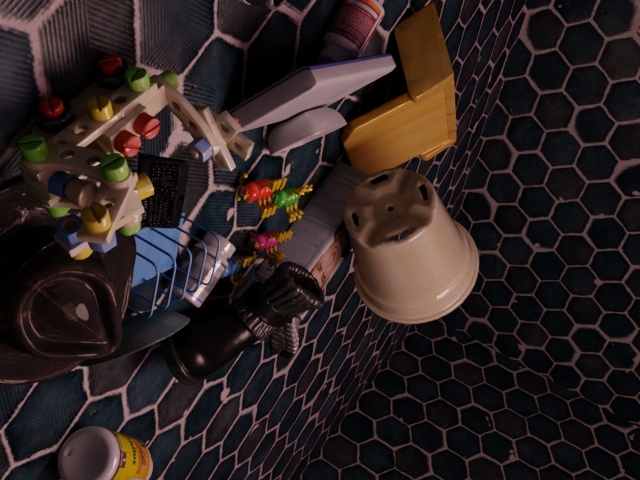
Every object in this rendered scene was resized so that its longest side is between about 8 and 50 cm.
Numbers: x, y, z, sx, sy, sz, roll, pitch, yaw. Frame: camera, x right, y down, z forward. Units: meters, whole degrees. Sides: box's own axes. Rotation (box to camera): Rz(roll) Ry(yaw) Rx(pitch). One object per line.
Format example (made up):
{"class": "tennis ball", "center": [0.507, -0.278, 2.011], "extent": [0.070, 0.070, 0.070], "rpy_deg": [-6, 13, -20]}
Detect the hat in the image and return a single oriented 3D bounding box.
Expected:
{"class": "hat", "center": [-0.345, 0.085, 0.910], "extent": [0.331, 0.134, 0.331], "rpy_deg": [-34, 137, -39]}

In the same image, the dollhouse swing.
{"class": "dollhouse swing", "center": [0.194, -0.379, 1.804], "extent": [0.347, 0.305, 0.314], "rpy_deg": [56, 22, -67]}

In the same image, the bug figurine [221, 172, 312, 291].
{"class": "bug figurine", "center": [-0.128, -0.032, 1.438], "extent": [0.216, 0.072, 0.278], "rpy_deg": [-18, 138, -54]}

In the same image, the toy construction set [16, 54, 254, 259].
{"class": "toy construction set", "center": [-0.236, -0.120, 0.855], "extent": [0.328, 0.215, 0.151], "rpy_deg": [-41, 152, -45]}

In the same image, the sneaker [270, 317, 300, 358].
{"class": "sneaker", "center": [-0.071, 0.225, 1.902], "extent": [0.132, 0.086, 0.228], "rpy_deg": [-46, 154, -43]}

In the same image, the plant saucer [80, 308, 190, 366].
{"class": "plant saucer", "center": [-0.318, 0.154, 1.137], "extent": [0.195, 0.195, 0.037], "rpy_deg": [-30, 103, -55]}

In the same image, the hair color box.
{"class": "hair color box", "center": [0.000, 0.000, 1.738], "extent": [0.374, 0.114, 0.185], "rpy_deg": [-54, 158, -20]}

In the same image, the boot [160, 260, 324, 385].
{"class": "boot", "center": [-0.152, 0.159, 1.393], "extent": [0.260, 0.131, 0.348], "rpy_deg": [-30, 178, 18]}

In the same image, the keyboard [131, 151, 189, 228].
{"class": "keyboard", "center": [-0.260, -0.062, 1.033], "extent": [0.192, 0.100, 0.038], "rpy_deg": [116, -22, -56]}

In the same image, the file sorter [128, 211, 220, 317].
{"class": "file sorter", "center": [-0.267, 0.042, 1.153], "extent": [0.170, 0.105, 0.118], "rpy_deg": [-31, 144, -55]}

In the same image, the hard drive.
{"class": "hard drive", "center": [-0.014, -0.280, 1.264], "extent": [0.210, 0.040, 0.319], "rpy_deg": [-22, -175, 35]}

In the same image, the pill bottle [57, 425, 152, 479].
{"class": "pill bottle", "center": [-0.404, 0.431, 1.302], "extent": [0.117, 0.117, 0.215], "rpy_deg": [-57, 160, -15]}

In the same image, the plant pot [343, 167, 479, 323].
{"class": "plant pot", "center": [0.202, -0.007, 1.665], "extent": [0.333, 0.334, 0.305], "rpy_deg": [-56, 147, -16]}

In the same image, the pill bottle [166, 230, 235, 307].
{"class": "pill bottle", "center": [-0.228, 0.054, 1.301], "extent": [0.137, 0.078, 0.078], "rpy_deg": [-57, 159, -15]}

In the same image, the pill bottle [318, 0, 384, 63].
{"class": "pill bottle", "center": [0.060, -0.423, 1.377], "extent": [0.151, 0.086, 0.086], "rpy_deg": [-60, 160, -5]}

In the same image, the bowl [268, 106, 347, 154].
{"class": "bowl", "center": [-0.032, -0.228, 1.375], "extent": [0.142, 0.142, 0.053], "rpy_deg": [-31, 101, -54]}

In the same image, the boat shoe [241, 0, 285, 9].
{"class": "boat shoe", "center": [-0.019, -0.478, 1.083], "extent": [0.306, 0.105, 0.113], "rpy_deg": [-50, 157, -30]}
